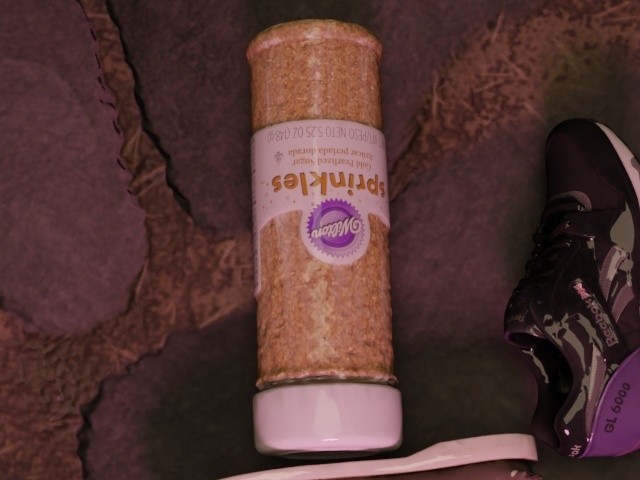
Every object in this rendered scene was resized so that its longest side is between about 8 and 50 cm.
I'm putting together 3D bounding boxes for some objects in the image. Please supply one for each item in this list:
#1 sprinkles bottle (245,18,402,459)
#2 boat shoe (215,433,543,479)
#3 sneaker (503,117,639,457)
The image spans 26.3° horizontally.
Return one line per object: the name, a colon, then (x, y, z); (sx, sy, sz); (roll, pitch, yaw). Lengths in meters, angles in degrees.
sprinkles bottle: (0.000, 0.000, 1.140); (0.121, 0.121, 0.355); (-3, 76, 1)
boat shoe: (0.021, 0.227, 1.090); (0.324, 0.116, 0.097); (-8, 73, -6)
sneaker: (0.207, 0.034, 1.113); (0.124, 0.107, 0.283); (-5, 75, -20)
